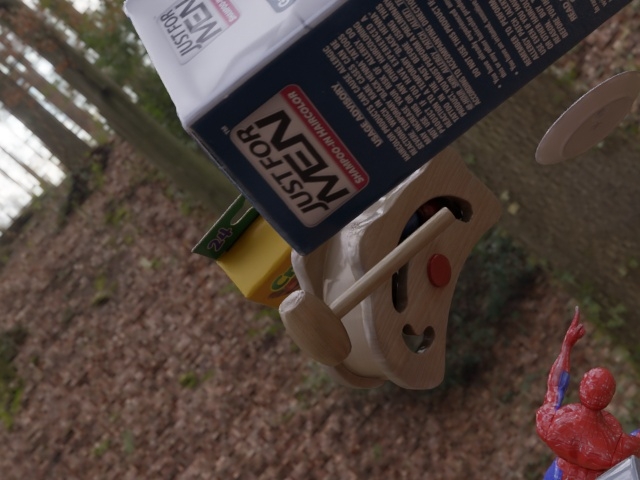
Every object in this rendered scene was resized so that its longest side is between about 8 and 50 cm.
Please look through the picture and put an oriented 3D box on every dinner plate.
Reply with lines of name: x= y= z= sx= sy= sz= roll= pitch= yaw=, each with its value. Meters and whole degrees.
dinner plate: x=0.290 y=-0.125 z=1.184 sx=0.141 sy=0.017 sz=0.141 roll=-31 pitch=-23 yaw=-15

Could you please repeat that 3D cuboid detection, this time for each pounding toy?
pounding toy: x=0.082 y=0.035 z=0.912 sx=0.155 sy=0.154 sz=0.269 roll=-6 pitch=31 yaw=44

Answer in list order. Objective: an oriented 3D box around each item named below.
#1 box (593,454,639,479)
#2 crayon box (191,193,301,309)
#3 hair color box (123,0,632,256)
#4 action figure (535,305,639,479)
box: x=0.199 y=0.213 z=0.540 sx=0.038 sy=0.145 sz=0.186 roll=-42 pitch=18 yaw=26
crayon box: x=0.000 y=0.000 z=1.493 sx=0.203 sy=0.083 sz=0.323 roll=-48 pitch=-30 yaw=11
hair color box: x=0.074 y=-0.167 z=0.582 sx=0.347 sy=0.105 sz=0.174 roll=-37 pitch=35 yaw=4
action figure: x=0.228 y=0.174 z=0.936 sx=0.139 sy=0.091 sz=0.280 roll=-57 pitch=-25 yaw=-34
